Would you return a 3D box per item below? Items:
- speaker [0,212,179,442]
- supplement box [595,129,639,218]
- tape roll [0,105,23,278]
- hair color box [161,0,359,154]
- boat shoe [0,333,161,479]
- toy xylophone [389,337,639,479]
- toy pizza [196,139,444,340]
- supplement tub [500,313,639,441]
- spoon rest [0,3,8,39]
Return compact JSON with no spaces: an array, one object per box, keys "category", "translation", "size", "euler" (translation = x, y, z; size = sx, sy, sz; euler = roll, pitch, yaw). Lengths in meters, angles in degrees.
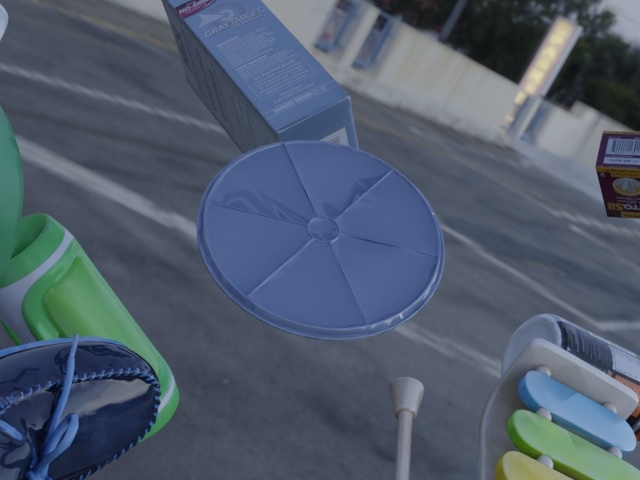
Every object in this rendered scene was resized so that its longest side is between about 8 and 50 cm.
[{"category":"speaker","translation":[-0.293,0.113,1.466],"size":[0.296,0.131,0.131],"euler":[59,-5,-28]},{"category":"supplement box","translation":[0.285,-0.059,1.094],"size":[0.055,0.043,0.083],"euler":[4,-30,25]},{"category":"tape roll","translation":[-0.432,-0.037,1.088],"size":[0.321,0.321,0.077],"euler":[32,-1,18]},{"category":"hair color box","translation":[-0.083,-0.210,1.658],"size":[0.374,0.114,0.185],"euler":[51,-16,39]},{"category":"boat shoe","translation":[-0.179,0.128,0.597],"size":[0.258,0.109,0.089],"euler":[-25,33,-38]},{"category":"toy xylophone","translation":[0.164,0.209,0.906],"size":[0.236,0.081,0.322],"euler":[24,37,-21]},{"category":"toy pizza","translation":[0.000,0.000,0.966],"size":[0.201,0.032,0.201],"euler":[6,51,-8]},{"category":"supplement tub","translation":[0.325,0.173,1.469],"size":[0.190,0.117,0.117],"euler":[26,11,-25]},{"category":"spoon rest","translation":[-0.259,-0.020,0.544],"size":[0.137,0.276,0.084],"euler":[44,11,-35]}]
